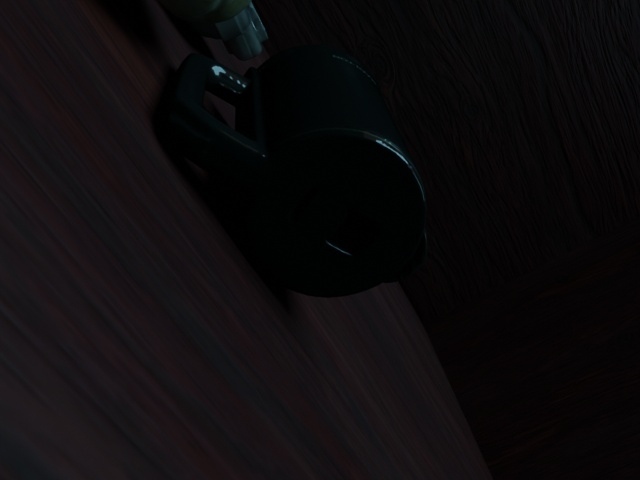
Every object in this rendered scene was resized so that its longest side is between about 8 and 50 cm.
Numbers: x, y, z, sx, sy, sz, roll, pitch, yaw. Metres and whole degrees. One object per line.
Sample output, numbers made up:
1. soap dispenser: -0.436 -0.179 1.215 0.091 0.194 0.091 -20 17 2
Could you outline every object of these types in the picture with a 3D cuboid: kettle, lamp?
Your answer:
1. kettle: -0.014 -0.115 0.580 0.262 0.203 0.308 60 11 -29
2. lamp: -0.169 -0.370 0.780 0.246 0.108 0.179 52 17 -58

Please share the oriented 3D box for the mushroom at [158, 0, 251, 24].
1. mushroom: -0.148 -0.329 0.503 0.254 0.184 0.255 61 5 -9
